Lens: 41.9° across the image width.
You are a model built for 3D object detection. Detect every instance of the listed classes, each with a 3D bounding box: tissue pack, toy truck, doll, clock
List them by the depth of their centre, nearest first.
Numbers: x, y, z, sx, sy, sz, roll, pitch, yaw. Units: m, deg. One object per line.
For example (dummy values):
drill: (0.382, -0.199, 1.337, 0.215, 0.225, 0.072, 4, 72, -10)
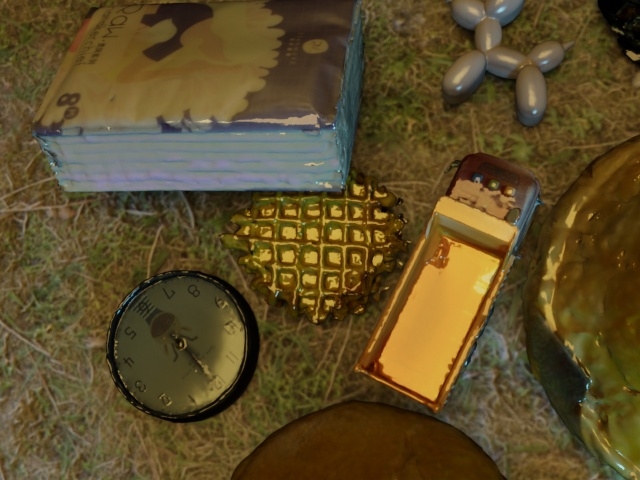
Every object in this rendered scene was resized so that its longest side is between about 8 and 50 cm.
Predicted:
toy truck: (0.142, 0.042, 0.902, 0.114, 0.135, 0.270, 25, 85, 14)
tissue pack: (-0.129, -0.170, 0.959, 0.344, 0.125, 0.242, 1, 49, 10)
doll: (0.210, -0.228, 0.981, 0.161, 0.059, 0.160, 20, 84, 14)
clock: (-0.165, 0.124, 0.992, 0.185, 0.040, 0.184, -2, 79, 10)

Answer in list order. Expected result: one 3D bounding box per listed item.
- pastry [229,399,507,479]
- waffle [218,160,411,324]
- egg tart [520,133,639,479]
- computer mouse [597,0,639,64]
pastry: (0.043, 0.328, 0.829, 0.356, 0.164, 0.355, -9, 69, 25)
waffle: (0.000, 0.000, 0.973, 0.197, 0.070, 0.193, 36, 87, 12)
egg tart: (0.431, 0.069, 0.824, 0.444, 0.178, 0.442, -1, 80, 8)
computer mouse: (0.424, -0.254, 0.939, 0.242, 0.077, 0.146, 30, 88, 14)
